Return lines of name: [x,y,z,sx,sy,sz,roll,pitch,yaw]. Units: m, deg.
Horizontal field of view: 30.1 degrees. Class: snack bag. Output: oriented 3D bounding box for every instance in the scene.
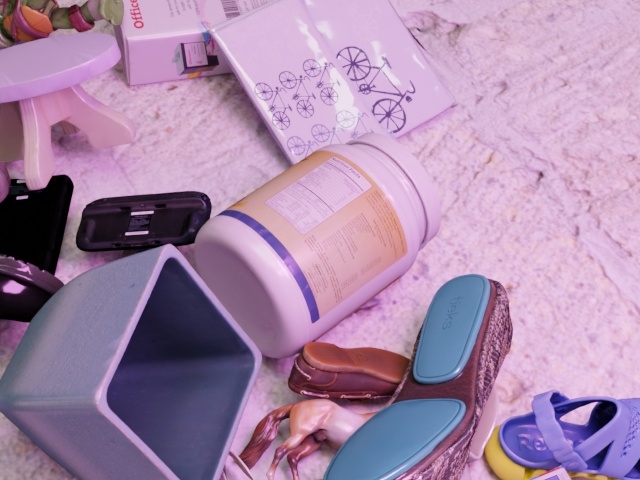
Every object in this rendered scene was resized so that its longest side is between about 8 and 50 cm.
snack bag: [0.033,-0.286,1.994,0.342,0.037,0.323,-30,84,-24]

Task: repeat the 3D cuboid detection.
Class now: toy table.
toy table: [-0.423,-0.207,1.837,0.274,0.161,0.252,-1,33,22]

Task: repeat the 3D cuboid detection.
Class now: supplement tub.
supplement tub: [0.000,0.000,1.726,0.316,0.228,0.228,-35,63,-28]

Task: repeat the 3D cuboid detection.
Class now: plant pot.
plant pot: [-0.268,0.185,1.541,0.252,0.247,0.248,-8,45,32]

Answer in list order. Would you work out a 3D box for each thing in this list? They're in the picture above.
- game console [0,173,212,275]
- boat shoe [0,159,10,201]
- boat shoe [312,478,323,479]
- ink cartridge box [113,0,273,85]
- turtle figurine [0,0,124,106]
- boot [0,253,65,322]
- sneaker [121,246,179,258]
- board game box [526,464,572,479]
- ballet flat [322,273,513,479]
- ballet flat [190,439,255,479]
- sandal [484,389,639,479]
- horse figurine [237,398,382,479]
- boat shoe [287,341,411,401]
game console: [-0.342,-0.010,1.761,0.361,0.044,0.213,-4,52,10]
boat shoe: [-0.638,-0.131,1.809,0.355,0.132,0.130,8,47,5]
boat shoe: [-0.008,0.417,1.496,0.083,0.076,0.226,13,76,21]
ink cartridge box: [-0.221,-0.393,2.073,0.278,0.117,0.201,-10,55,-14]
turtle figurine: [-0.474,-0.343,1.943,0.275,0.266,0.198,-31,99,-60]
boot: [-0.532,0.139,1.586,0.348,0.131,0.260,10,77,-14]
sneaker: [-0.254,0.030,1.784,0.086,0.064,0.192,-16,54,-10]
board game box: [0.244,0.476,1.477,0.302,0.086,0.308,-17,56,-18]
ballet flat: [0.163,0.241,1.582,0.164,0.182,0.483,-9,29,34]
ballet flat: [-0.117,0.339,1.550,0.079,0.077,0.221,-17,52,-10]
sandal: [0.392,0.264,1.627,0.317,0.138,0.126,-4,51,-12]
horse figurine: [0.022,0.281,1.617,0.263,0.066,0.174,13,60,0]
boat shoe: [0.049,0.191,1.673,0.207,0.073,0.073,13,27,-28]
